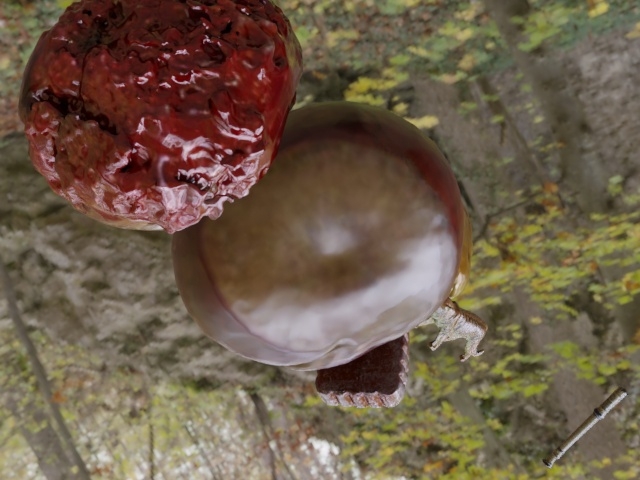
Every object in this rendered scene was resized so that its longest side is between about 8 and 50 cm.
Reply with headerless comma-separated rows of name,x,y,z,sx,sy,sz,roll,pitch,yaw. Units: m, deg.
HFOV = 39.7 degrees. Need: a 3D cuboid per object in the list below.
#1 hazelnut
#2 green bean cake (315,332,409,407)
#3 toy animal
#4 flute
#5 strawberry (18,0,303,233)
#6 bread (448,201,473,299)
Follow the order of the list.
hazelnut,0.000,0.000,1.233,0.409,0.359,0.359,-25,-166,8
green bean cake,0.066,0.184,1.335,0.135,0.056,0.135,-1,-128,18
toy animal,0.251,0.165,1.654,0.099,0.241,0.057,-39,-136,24
flute,0.546,0.386,1.834,0.233,0.027,0.027,-51,-173,18
strawberry,-0.149,-0.132,0.808,0.274,0.220,0.274,-35,-146,28
bread,0.235,0.006,1.803,0.148,0.195,0.344,1,-165,13
